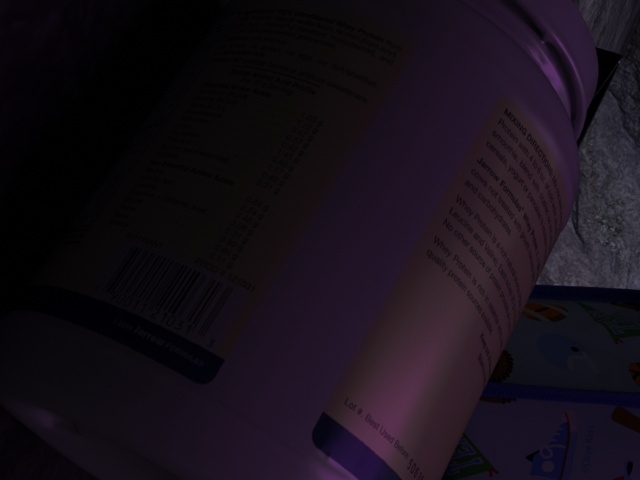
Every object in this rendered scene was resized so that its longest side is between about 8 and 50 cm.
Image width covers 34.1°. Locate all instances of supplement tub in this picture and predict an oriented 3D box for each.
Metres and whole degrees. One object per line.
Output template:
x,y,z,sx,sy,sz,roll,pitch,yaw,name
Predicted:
0.000,0.000,0.578,0.324,0.236,0.235,-59,163,-22,supplement tub

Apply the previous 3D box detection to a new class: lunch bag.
0.116,0.215,0.946,0.239,0.386,0.327,-85,180,-67,lunch bag

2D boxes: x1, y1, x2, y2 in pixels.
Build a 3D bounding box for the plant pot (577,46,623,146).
0.198,-0.131,1.137,0.187,0.167,0.188,-45,160,-53,plant pot
